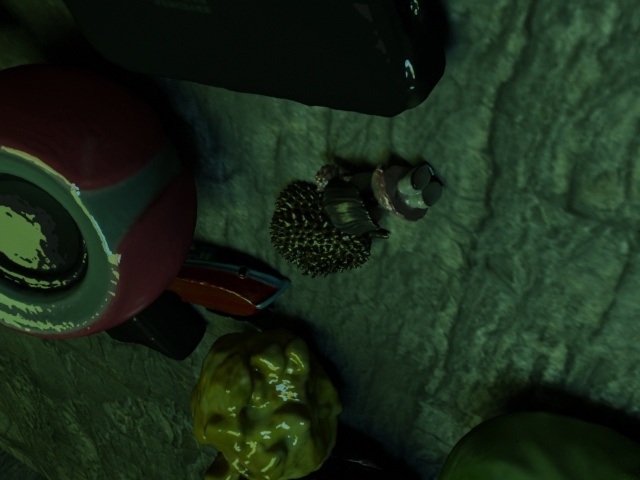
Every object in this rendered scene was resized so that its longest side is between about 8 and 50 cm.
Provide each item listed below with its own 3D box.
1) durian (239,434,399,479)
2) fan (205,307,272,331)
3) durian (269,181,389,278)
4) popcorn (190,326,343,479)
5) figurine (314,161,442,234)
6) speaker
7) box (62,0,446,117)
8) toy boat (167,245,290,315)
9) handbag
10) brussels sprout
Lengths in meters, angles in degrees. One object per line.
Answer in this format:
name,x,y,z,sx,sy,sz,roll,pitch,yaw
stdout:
durian,0.001,0.431,1.657,0.348,0.347,0.384,37,-172,-1
fan,-0.092,0.092,1.446,0.085,0.005,0.133,3,-168,-22
durian,0.000,0.003,1.201,0.140,0.071,0.110,9,144,36
popcorn,-0.067,0.217,1.520,0.190,0.191,0.253,7,162,-16
figurine,0.048,-0.042,1.083,0.129,0.054,0.072,-8,127,52
speaker,-0.277,-0.048,1.229,0.294,0.294,0.294,28,153,16
box,-0.099,-0.246,0.885,0.359,0.091,0.350,15,148,36
toy boat,-0.116,0.047,1.429,0.173,0.058,0.069,10,145,31
handbag,-0.301,0.069,1.666,0.223,0.080,0.247,2,137,50
brussels sprout,0.252,0.332,1.247,0.328,0.247,0.328,40,158,20
